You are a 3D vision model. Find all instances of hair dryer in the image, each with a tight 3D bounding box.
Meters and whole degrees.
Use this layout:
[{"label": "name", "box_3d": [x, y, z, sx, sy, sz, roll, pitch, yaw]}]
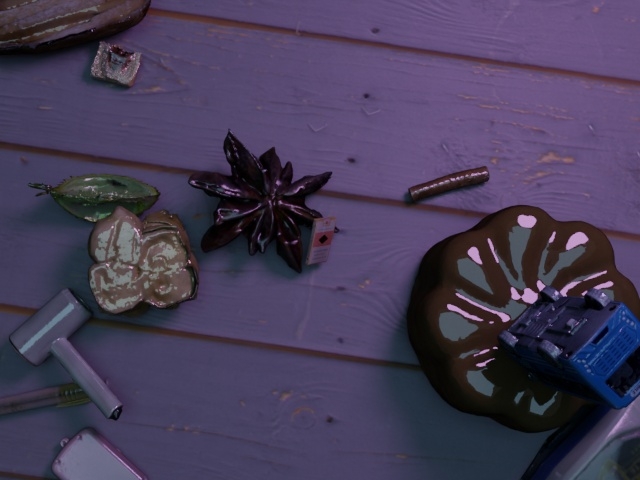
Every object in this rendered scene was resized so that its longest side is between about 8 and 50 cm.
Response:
[{"label": "hair dryer", "box_3d": [-0.399, 0.201, 1.398, 0.131, 0.073, 0.236, -42, 72, -6]}]

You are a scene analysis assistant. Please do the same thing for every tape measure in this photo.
[{"label": "tape measure", "box_3d": [0.510, 0.409, 1.395, 0.262, 0.138, 0.259, 45, 86, 3]}]

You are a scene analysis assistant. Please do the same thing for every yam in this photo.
[{"label": "yam", "box_3d": [0.227, -0.101, 1.491, 0.145, 0.032, 0.032, -16, 85, -4]}]

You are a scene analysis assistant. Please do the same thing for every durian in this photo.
[{"label": "durian", "box_3d": [-0.380, -0.079, 1.434, 0.215, 0.100, 0.086, 0, 81, -8]}]

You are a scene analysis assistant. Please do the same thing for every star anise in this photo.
[{"label": "star anise", "box_3d": [-0.094, -0.066, 1.432, 0.282, 0.129, 0.212, 13, 85, -18]}]

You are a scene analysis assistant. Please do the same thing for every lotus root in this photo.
[{"label": "lotus root", "box_3d": [-0.454, -0.390, 1.482, 0.329, 0.078, 0.167, -16, 62, -2]}]

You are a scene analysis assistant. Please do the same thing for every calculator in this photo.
[{"label": "calculator", "box_3d": [-0.373, 0.395, 1.419, 0.175, 0.032, 0.100, 42, 84, 3]}]

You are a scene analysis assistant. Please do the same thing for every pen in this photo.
[{"label": "pen", "box_3d": [-0.484, 0.274, 1.431, 0.233, 0.032, 0.040, -12, 108, -1]}]

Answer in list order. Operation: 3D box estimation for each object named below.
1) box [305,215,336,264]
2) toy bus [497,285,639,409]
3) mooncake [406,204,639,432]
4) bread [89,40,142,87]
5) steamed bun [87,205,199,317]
[{"label": "box", "box_3d": [0.000, 0.000, 1.437, 0.046, 0.012, 0.083, -9, 120, -41]}, {"label": "toy bus", "box_3d": [0.354, 0.149, 1.172, 0.113, 0.246, 0.134, -45, 95, -8]}, {"label": "mooncake", "box_3d": [0.334, 0.127, 1.387, 0.378, 0.201, 0.378, 0, 84, -3]}, {"label": "bread", "box_3d": [-0.363, -0.311, 1.492, 0.083, 0.035, 0.070, 20, 85, -3]}, {"label": "steamed bun", "box_3d": [-0.304, 0.032, 1.426, 0.177, 0.106, 0.192, -17, 93, -7]}]
